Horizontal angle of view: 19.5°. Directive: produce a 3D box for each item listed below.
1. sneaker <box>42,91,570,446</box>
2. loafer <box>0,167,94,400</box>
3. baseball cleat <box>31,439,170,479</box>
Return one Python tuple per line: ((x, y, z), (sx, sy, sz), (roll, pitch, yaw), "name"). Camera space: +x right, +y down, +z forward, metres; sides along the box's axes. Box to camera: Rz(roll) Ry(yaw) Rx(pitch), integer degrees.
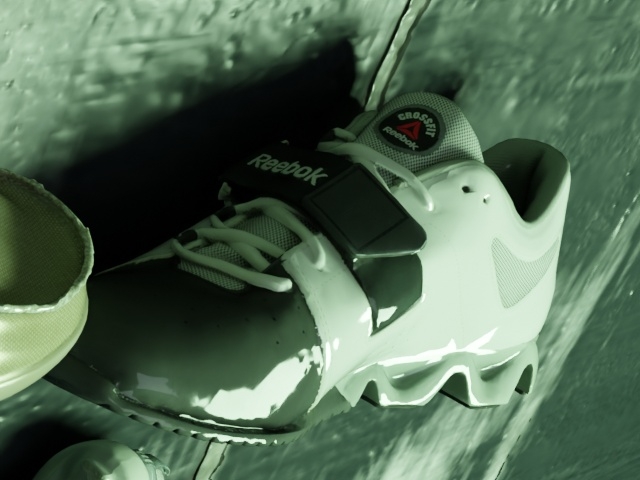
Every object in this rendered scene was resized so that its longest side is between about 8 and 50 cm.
((0.000, 0.000, 0.823), (0.330, 0.122, 0.146), (-5, 118, -53), "sneaker")
((-0.159, -0.010, 0.589), (0.092, 0.102, 0.268), (-50, 151, 20), "loafer")
((-0.145, 0.183, 0.889), (0.206, 0.072, 0.109), (-45, 158, 4), "baseball cleat")
